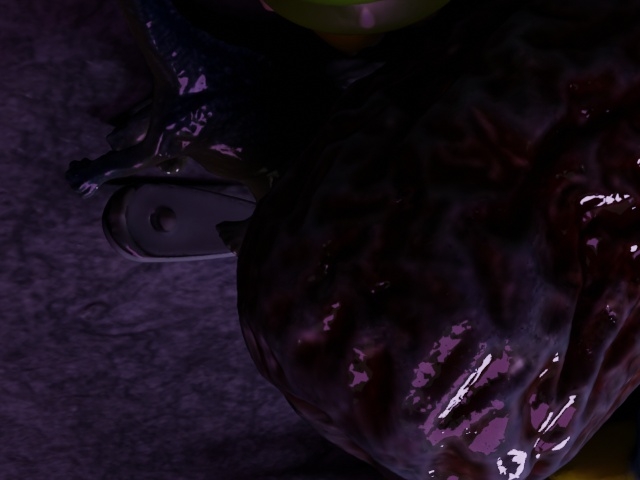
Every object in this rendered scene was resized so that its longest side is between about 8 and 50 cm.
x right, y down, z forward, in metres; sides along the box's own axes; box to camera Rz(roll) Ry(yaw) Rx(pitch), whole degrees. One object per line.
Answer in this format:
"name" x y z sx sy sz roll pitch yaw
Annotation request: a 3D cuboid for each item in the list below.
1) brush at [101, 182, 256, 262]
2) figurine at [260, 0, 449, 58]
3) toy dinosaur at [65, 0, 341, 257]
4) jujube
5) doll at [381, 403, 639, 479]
"brush" 0.000 0.000 1.208 0.297 0.068 0.060 5 165 -21
"figurine" 0.027 -0.168 0.890 0.162 0.143 0.263 -16 159 -4
"toy dinosaur" -0.042 -0.065 1.067 0.147 0.076 0.363 -38 138 25
"jujube" 0.100 -0.009 1.019 0.317 0.226 0.226 -49 153 -19
"doll" 0.156 0.204 1.521 0.363 0.145 0.199 -15 -172 -15
